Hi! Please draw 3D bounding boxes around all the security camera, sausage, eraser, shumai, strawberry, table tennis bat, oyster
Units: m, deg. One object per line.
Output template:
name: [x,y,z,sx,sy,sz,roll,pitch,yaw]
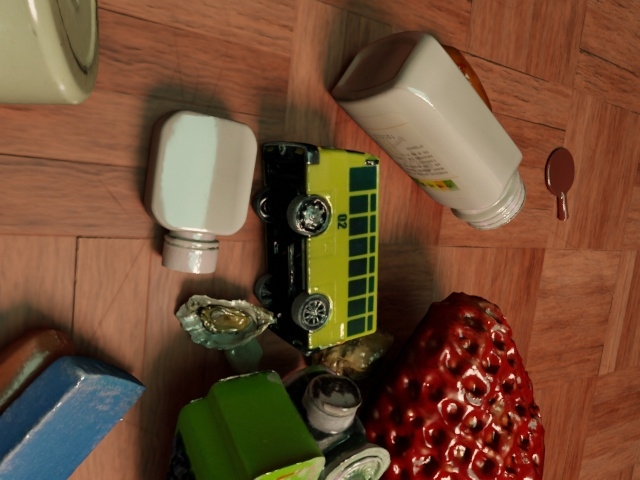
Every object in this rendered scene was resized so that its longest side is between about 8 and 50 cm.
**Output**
security camera: [-0.098,0.171,0.682,0.058,0.058,0.092,-29,101,-26]
sausage: [-0.337,0.170,0.502,0.194,0.077,0.077,-49,121,-16]
eraser: [-0.326,0.254,0.496,0.312,0.042,0.144,-49,160,-13]
shumai: [0.052,0.185,0.758,0.139,0.105,0.123,-7,108,-6]
sausage: [0.216,-0.231,0.780,0.179,0.089,0.089,46,74,-29]
strawberry: [0.204,0.249,0.727,0.317,0.295,0.345,-8,121,-29]
table tennis bat: [0.510,-0.118,1.038,0.098,0.019,0.155,-20,108,-29]
oyster: [-0.127,0.097,0.636,0.098,0.037,0.100,-38,114,14]

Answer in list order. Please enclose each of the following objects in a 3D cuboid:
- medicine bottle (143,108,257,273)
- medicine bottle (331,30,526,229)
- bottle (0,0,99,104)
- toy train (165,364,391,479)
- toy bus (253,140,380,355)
medicine bottle: [-0.145,-0.056,0.586,0.119,0.069,0.183,5,95,-35]
medicine bottle: [0.177,-0.142,0.714,0.324,0.179,0.124,39,78,-32]
bottle: [-0.351,-0.198,0.332,0.351,0.229,0.229,-4,102,-12]
toy train: [-0.066,0.297,0.616,0.248,0.173,0.307,-2,124,-32]
toy bus: [0.000,0.000,0.659,0.150,0.128,0.262,-8,105,-33]
